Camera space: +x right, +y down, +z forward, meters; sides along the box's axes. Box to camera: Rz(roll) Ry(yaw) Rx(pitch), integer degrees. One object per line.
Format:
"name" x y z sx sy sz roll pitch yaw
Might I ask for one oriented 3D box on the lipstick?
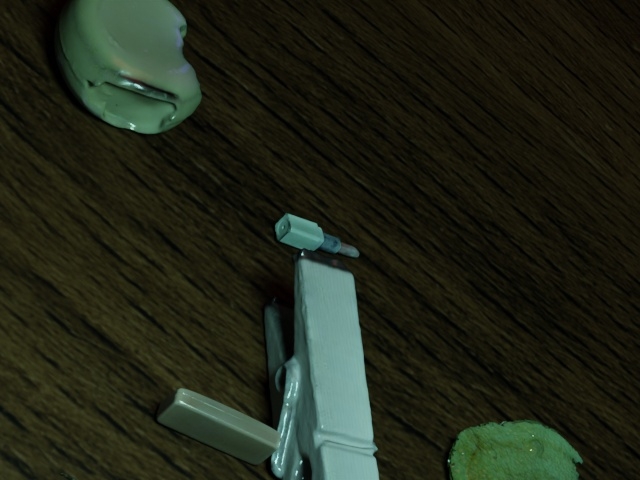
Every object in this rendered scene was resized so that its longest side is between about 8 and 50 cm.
"lipstick" 0.000 0.000 2.070 0.107 0.025 0.025 19 42 -36

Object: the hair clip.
"hair clip" -0.003 0.168 1.846 0.085 0.101 0.331 23 43 -28

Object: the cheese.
"cheese" -0.209 -0.239 2.076 0.163 0.082 0.286 22 40 -25

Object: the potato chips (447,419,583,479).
"potato chips" 0.215 0.244 2.019 0.142 0.026 0.209 47 35 13

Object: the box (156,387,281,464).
"box" -0.095 0.174 1.793 0.115 0.048 0.025 26 47 -19

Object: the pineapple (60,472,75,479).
"pineapple" -0.097 0.313 1.567 0.158 0.161 0.334 12 49 -31
